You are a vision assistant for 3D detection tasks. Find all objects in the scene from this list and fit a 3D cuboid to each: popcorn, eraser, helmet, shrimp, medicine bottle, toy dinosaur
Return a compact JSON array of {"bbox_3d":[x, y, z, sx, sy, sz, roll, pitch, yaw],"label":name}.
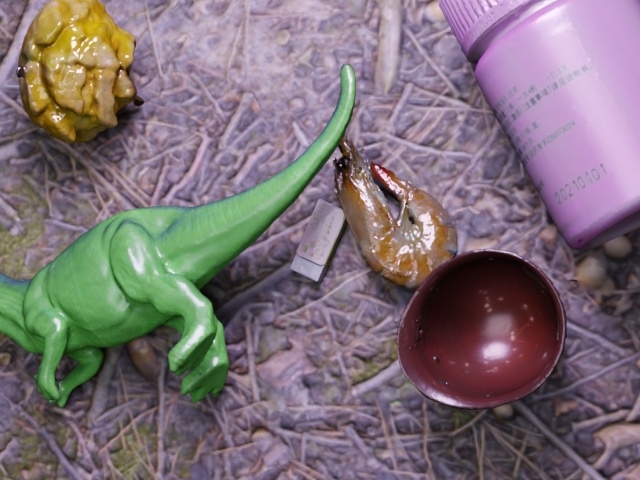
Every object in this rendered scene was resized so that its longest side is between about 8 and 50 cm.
[{"bbox_3d":[-0.270,-0.187,1.559,0.148,0.152,0.167,46,129,48],"label":"popcorn"},{"bbox_3d":[0.000,0.000,1.524,0.038,0.019,0.083,24,93,15],"label":"eraser"},{"bbox_3d":[0.170,0.093,1.423,0.175,0.106,0.155,-37,75,13],"label":"helmet"},{"bbox_3d":[0.071,-0.033,1.498,0.101,0.042,0.190,-31,77,-9],"label":"shrimp"},{"bbox_3d":[0.254,-0.153,1.379,0.178,0.178,0.290,-31,78,12],"label":"medicine bottle"},{"bbox_3d":[-0.200,-0.025,1.552,0.374,0.144,0.500,30,92,28],"label":"toy dinosaur"}]
